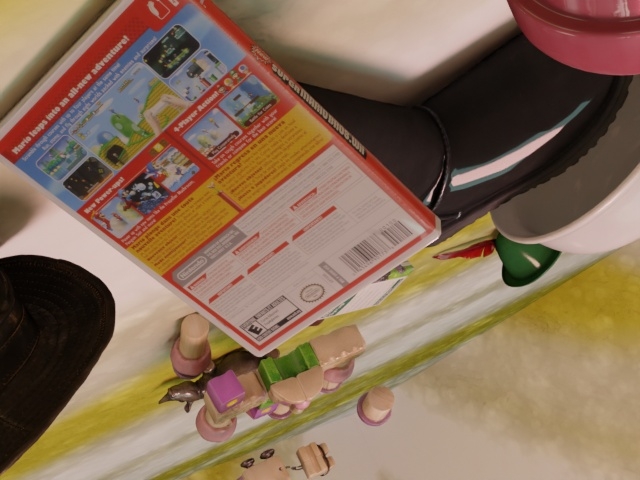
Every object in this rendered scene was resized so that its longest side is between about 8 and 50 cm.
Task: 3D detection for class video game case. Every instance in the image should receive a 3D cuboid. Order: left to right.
[{"bbox_3d":[-0.077,-0.042,0.673,0.204,0.025,0.285,-36,117,28],"label":"video game case"}]

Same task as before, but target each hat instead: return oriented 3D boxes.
[{"bbox_3d":[-0.333,0.082,0.698,0.331,0.331,0.134,-25,127,-8],"label":"hat"},{"bbox_3d":[0.365,-0.020,1.785,0.173,0.183,0.209,-34,-155,44],"label":"hat"}]

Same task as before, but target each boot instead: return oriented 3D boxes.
[{"bbox_3d":[0.064,-0.115,0.854,0.445,0.146,0.367,4,139,-48],"label":"boot"}]

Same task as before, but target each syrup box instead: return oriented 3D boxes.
[{"bbox_3d":[0.021,0.047,1.286,0.236,0.096,0.093,-9,145,-54],"label":"syrup box"}]

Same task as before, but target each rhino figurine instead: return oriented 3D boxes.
[{"bbox_3d":[-0.188,0.257,1.674,0.243,0.073,0.106,-24,161,-6],"label":"rhino figurine"}]

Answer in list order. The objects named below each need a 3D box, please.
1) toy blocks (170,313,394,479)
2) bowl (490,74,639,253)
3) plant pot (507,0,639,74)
[{"bbox_3d":[-0.064,0.255,1.434,0.288,0.309,0.260,-20,156,-23],"label":"toy blocks"},{"bbox_3d":[0.340,-0.095,1.021,0.134,0.298,0.298,33,131,-19],"label":"bowl"},{"bbox_3d":[0.200,-0.240,0.587,0.201,0.201,0.180,-31,148,12],"label":"plant pot"}]
